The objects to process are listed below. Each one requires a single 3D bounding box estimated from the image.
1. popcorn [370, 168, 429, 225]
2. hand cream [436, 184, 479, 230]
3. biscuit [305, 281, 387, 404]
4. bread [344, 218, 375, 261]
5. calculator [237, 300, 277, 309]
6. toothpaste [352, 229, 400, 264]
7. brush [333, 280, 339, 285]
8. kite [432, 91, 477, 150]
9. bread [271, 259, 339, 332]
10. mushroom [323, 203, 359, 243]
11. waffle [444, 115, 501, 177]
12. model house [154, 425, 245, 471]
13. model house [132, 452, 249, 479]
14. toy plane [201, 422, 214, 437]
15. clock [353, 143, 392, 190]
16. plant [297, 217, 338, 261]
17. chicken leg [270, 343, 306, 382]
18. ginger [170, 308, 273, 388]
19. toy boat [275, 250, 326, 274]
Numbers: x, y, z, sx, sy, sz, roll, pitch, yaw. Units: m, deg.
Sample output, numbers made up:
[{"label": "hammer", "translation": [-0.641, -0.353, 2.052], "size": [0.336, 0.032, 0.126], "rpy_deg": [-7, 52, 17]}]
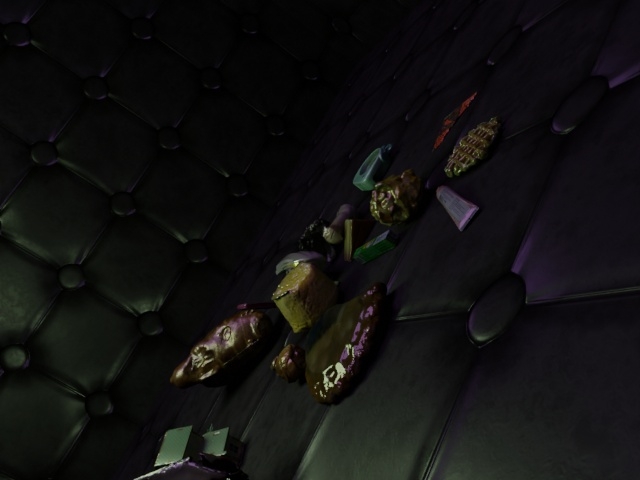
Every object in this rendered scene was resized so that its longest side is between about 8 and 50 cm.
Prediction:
[{"label": "popcorn", "translation": [0.221, -0.121, 1.765], "size": [0.173, 0.142, 0.173], "rpy_deg": [-45, -10, -10]}, {"label": "hand cream", "translation": [0.327, -0.088, 1.517], "size": [0.067, 0.043, 0.210], "rpy_deg": [-54, 19, 15]}, {"label": "biscuit", "translation": [0.058, 0.242, 1.584], "size": [0.335, 0.078, 0.329], "rpy_deg": [-58, 18, -1]}, {"label": "bread", "translation": [0.125, 0.001, 2.026], "size": [0.074, 0.084, 0.139], "rpy_deg": [175, 97, -72]}, {"label": "calculator", "translation": [-0.203, 0.236, 2.291], "size": [0.126, 0.190, 0.034], "rpy_deg": [159, 104, -68]}, {"label": "toothpaste", "translation": [0.159, 0.022, 1.807], "size": [0.178, 0.043, 0.037], "rpy_deg": [-35, 22, 55]}, {"label": "brush", "translation": [0.015, 0.144, 2.036], "size": [0.033, 0.030, 0.178], "rpy_deg": [-50, 11, -18]}, {"label": "kite", "translation": [0.404, -0.376, 1.961], "size": [0.222, 0.008, 0.125], "rpy_deg": [-53, 14, 10]}, {"label": "bread", "translation": [-0.043, 0.174, 1.879], "size": [0.197, 0.170, 0.197], "rpy_deg": [-38, 18, 15]}, {"label": "mushroom", "translation": [0.073, -0.056, 2.126], "size": [0.092, 0.081, 0.223], "rpy_deg": [-33, 10, 27]}, {"label": "waffle", "translation": [0.397, -0.241, 1.629], "size": [0.183, 0.036, 0.169], "rpy_deg": [-27, 29, 59]}, {"label": "model house", "translation": [-0.376, 0.652, 1.818], "size": [0.271, 0.206, 0.178], "rpy_deg": [-47, 16, 30]}, {"label": "model house", "translation": [-0.314, 0.654, 1.556], "size": [0.317, 0.297, 0.282], "rpy_deg": [-62, -29, -5]}, {"label": "toy plane", "translation": [-0.388, 0.674, 2.166], "size": [0.083, 0.033, 0.080], "rpy_deg": [-53, 13, 39]}, {"label": "clock", "translation": [0.200, -0.270, 2.287], "size": [0.189, 0.060, 0.148], "rpy_deg": [-56, 13, -3]}, {"label": "plant", "translation": [0.000, 0.000, 2.212], "size": [0.131, 0.142, 0.203], "rpy_deg": [-45, 6, 5]}, {"label": "chicken leg", "translation": [-0.099, 0.359, 1.828], "size": [0.107, 0.087, 0.251], "rpy_deg": [-49, 4, -22]}, {"label": "ginger", "translation": [-0.327, 0.399, 2.273], "size": [0.418, 0.176, 0.254], "rpy_deg": [-40, -23, 10]}, {"label": "toy boat", "translation": [-0.061, 0.099, 2.066], "size": [0.141, 0.140, 0.269], "rpy_deg": [-57, 16, -7]}]
